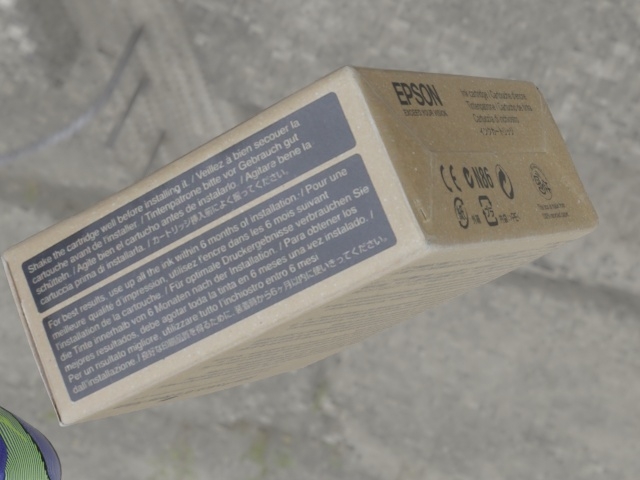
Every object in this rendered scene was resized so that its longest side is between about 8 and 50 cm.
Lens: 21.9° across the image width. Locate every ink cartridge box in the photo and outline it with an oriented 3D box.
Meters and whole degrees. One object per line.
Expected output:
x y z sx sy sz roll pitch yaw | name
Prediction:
0.000 0.000 0.773 0.193 0.088 0.235 -26 172 24 | ink cartridge box

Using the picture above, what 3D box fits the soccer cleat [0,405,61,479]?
-0.294 0.108 0.974 0.289 0.093 0.121 15 177 8 | soccer cleat
